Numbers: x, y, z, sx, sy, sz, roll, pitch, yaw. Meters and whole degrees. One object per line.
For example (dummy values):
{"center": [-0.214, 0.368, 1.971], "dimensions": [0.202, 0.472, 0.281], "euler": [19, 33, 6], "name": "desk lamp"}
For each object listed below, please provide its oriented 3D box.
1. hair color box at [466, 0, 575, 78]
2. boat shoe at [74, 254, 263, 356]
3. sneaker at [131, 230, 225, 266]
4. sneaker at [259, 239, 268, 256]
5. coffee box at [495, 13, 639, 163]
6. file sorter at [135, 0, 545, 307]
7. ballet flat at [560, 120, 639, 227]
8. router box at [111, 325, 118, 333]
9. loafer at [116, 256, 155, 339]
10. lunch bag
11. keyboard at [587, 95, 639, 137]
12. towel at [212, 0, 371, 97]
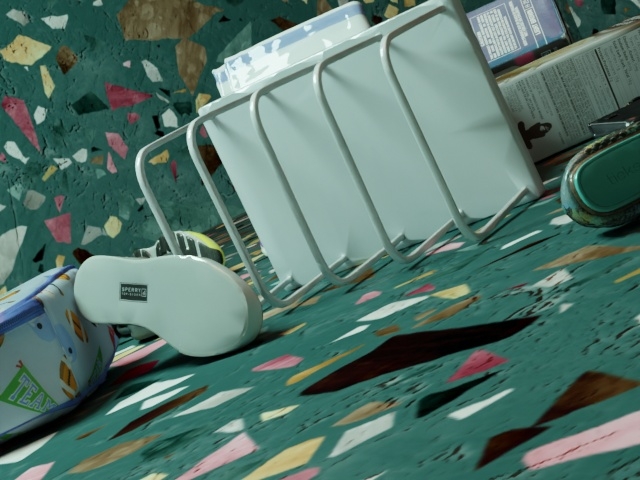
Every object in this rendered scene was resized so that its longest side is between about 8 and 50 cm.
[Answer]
{"center": [0.155, -0.168, 1.787], "dimensions": [0.347, 0.105, 0.174], "euler": [-23, -38, 14], "name": "hair color box"}
{"center": [-0.113, 0.046, 1.182], "dimensions": [0.070, 0.078, 0.219], "euler": [3, 5, -44], "name": "boat shoe"}
{"center": [-0.173, 0.024, 1.927], "dimensions": [0.094, 0.082, 0.208], "euler": [-11, 3, -32], "name": "sneaker"}
{"center": [-0.027, -0.028, 1.800], "dimensions": [0.170, 0.071, 0.068], "euler": [-19, 7, 44], "name": "sneaker"}
{"center": [0.281, -0.164, 1.603], "dimensions": [0.246, 0.098, 0.141], "euler": [-24, 7, -3], "name": "coffee box"}
{"center": [0.009, -0.059, 1.231], "dimensions": [0.277, 0.193, 0.173], "euler": [-21, 8, 31], "name": "file sorter"}
{"center": [0.233, -0.060, 0.914], "dimensions": [0.188, 0.070, 0.070], "euler": [-21, 4, -9], "name": "ballet flat"}
{"center": [-0.389, 0.129, 1.764], "dimensions": [0.308, 0.081, 0.243], "euler": [-24, 5, 3], "name": "router box"}
{"center": [-0.191, 0.053, 1.595], "dimensions": [0.096, 0.084, 0.267], "euler": [-25, 5, -11], "name": "loafer"}
{"center": [-0.311, 0.125, 1.241], "dimensions": [0.243, 0.115, 0.303], "euler": [-25, 3, 6], "name": "lunch bag"}
{"center": [0.363, -0.146, 1.490], "dimensions": [0.180, 0.023, 0.108], "euler": [-24, 11, -18], "name": "keyboard"}
{"center": [-0.004, -0.130, 1.711], "dimensions": [0.209, 0.285, 0.034], "euler": [-24, -23, 15], "name": "towel"}
